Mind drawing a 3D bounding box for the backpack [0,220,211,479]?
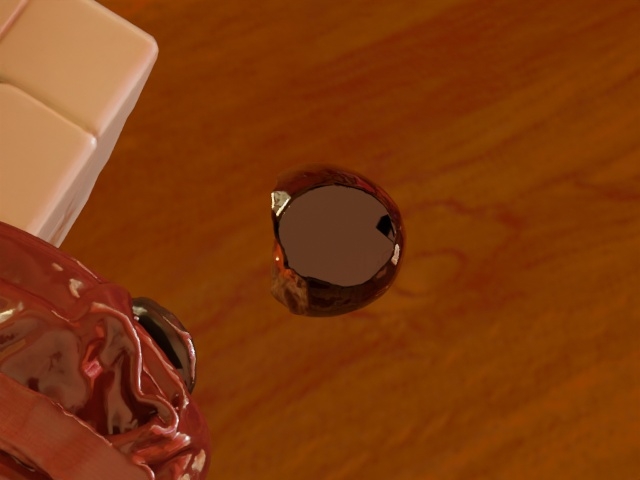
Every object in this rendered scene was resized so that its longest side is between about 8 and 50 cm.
[{"bbox_3d":[-0.176,0.091,0.881,0.229,0.139,0.229,-1,83,6],"label":"backpack"}]

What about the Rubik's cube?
[{"bbox_3d":[-0.331,-0.054,1.361,0.291,0.290,0.291,30,62,-5],"label":"Rubik's cube"}]

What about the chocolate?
[{"bbox_3d":[0.000,0.000,1.505,0.127,0.133,0.124,31,89,-15],"label":"chocolate"}]
